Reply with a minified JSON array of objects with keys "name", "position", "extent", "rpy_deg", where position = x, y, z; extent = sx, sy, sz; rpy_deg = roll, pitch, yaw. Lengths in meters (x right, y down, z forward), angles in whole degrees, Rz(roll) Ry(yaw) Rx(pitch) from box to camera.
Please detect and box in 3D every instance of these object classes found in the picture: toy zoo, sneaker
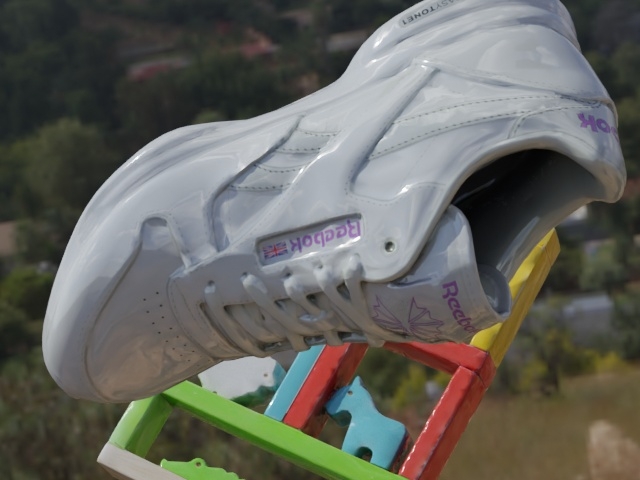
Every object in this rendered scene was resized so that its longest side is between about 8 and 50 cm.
[{"name":"toy zoo","position":[0.017,0.050,0.998],"extent":[0.192,0.030,0.293],"rpy_deg":[22,70,26]},{"name":"sneaker","position":[0.000,0.000,0.761],"extent":[0.305,0.114,0.152],"rpy_deg":[-33,47,11]}]
